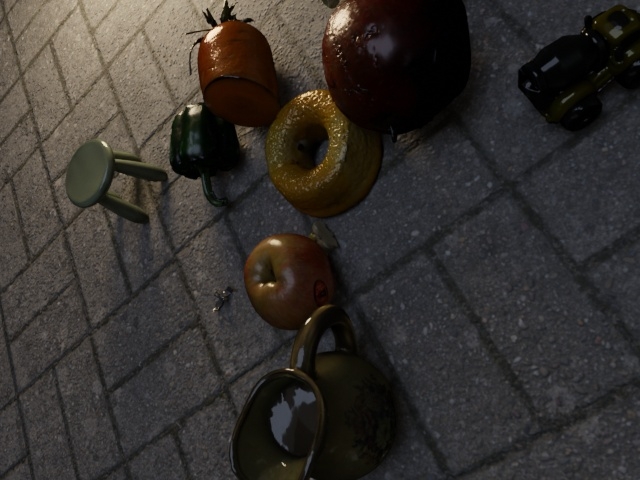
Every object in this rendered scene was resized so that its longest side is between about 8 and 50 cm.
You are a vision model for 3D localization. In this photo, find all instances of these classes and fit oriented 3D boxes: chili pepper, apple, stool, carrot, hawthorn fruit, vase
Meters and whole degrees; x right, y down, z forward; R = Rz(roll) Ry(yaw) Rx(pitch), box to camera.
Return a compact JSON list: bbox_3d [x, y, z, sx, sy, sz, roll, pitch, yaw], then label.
[{"bbox_3d":[-0.299,-0.216,1.346,0.174,0.165,0.260,-12,75,17],"label":"chili pepper"},{"bbox_3d":[-0.062,0.089,1.123,0.209,0.164,0.209,-10,75,40],"label":"apple"},{"bbox_3d":[-0.587,-0.172,1.494,0.195,0.199,0.195,26,96,34],"label":"stool"},{"bbox_3d":[-0.217,-0.436,1.316,0.214,0.193,0.331,-14,62,11],"label":"carrot"},{"bbox_3d":[0.152,-0.362,1.023,0.316,0.316,0.315,-7,76,31],"label":"hawthorn fruit"},{"bbox_3d":[0.000,0.282,0.964,0.241,0.302,0.329,1,79,33],"label":"vase"}]

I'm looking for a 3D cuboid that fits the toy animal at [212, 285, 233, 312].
[{"bbox_3d":[-0.256,0.139,1.317,0.084,0.028,0.050,-48,68,13],"label":"toy animal"}]

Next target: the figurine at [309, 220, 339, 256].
[{"bbox_3d":[0.000,0.000,1.182,0.050,0.047,0.083,-48,59,33],"label":"figurine"}]

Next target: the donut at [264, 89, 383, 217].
[{"bbox_3d":[-0.008,-0.207,1.191,0.303,0.110,0.302,-8,75,31],"label":"donut"}]

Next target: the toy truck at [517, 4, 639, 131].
[{"bbox_3d":[0.454,-0.309,0.890,0.224,0.165,0.147,-36,63,21],"label":"toy truck"}]

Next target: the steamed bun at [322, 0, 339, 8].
[{"bbox_3d":[0.036,-0.716,1.177,0.268,0.207,0.280,-39,81,12],"label":"steamed bun"}]
